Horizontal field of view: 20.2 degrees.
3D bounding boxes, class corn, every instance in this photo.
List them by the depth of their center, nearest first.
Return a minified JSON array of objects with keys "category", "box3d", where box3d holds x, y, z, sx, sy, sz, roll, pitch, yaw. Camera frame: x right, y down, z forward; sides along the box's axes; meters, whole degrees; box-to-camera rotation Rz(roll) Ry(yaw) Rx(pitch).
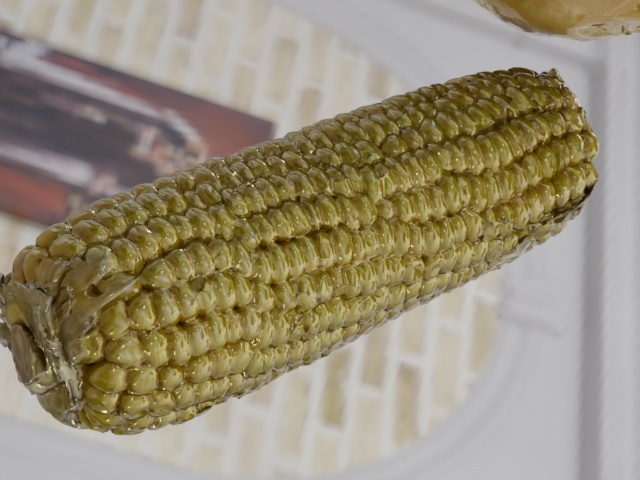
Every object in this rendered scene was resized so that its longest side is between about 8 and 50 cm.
[{"category":"corn","box3d":[0.000,0.000,0.765,0.106,0.293,0.106,37,-43,44]}]

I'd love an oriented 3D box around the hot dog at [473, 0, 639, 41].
[{"category":"hot dog","box3d":[0.162,-0.267,0.886,0.367,0.196,0.365,-46,-137,12]}]
